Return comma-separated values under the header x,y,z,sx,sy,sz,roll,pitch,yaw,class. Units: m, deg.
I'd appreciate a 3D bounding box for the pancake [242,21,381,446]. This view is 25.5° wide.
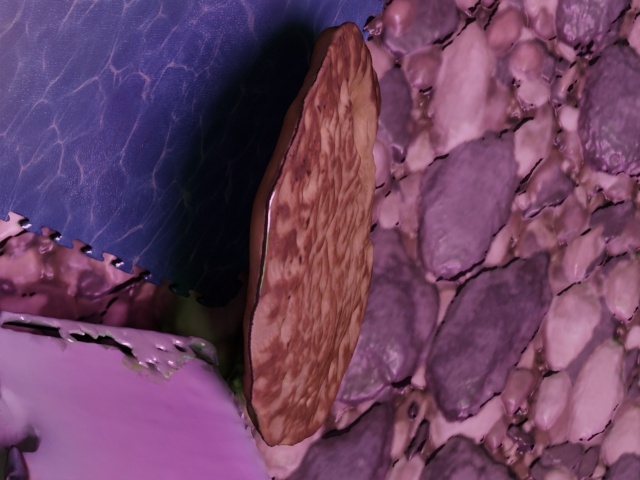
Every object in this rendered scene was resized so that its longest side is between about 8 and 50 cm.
x,y,z,sx,sy,sz,roll,pitch,yaw,class
0.000,0.000,0.758,0.212,0.029,0.235,-33,132,-70,pancake

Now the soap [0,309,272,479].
x,y,z,sx,sy,sz,roll,pitch,yaw,class
-0.130,0.259,0.674,0.156,0.261,0.446,9,82,-30,soap

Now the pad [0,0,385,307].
x,y,z,sx,sy,sz,roll,pitch,yaw,class
-0.088,-0.120,0.736,0.269,0.012,0.270,24,92,-38,pad
